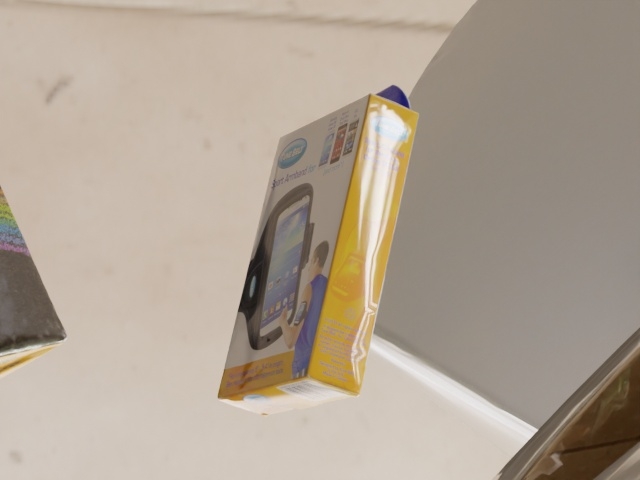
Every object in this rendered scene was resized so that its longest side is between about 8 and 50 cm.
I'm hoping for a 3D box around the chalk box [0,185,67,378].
[{"bbox_3d":[-0.328,-0.018,1.237,0.179,0.289,0.180,-31,169,35],"label":"chalk box"}]

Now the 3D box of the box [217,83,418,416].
[{"bbox_3d":[0.000,0.000,0.786,0.028,0.136,0.081,19,161,-24],"label":"box"}]

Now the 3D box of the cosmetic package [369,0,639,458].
[{"bbox_3d":[0.269,0.033,1.066,0.394,0.327,0.329,37,86,-33],"label":"cosmetic package"}]

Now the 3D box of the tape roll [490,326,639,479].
[{"bbox_3d":[0.144,0.082,0.444,0.169,0.246,0.246,46,116,2],"label":"tape roll"}]
